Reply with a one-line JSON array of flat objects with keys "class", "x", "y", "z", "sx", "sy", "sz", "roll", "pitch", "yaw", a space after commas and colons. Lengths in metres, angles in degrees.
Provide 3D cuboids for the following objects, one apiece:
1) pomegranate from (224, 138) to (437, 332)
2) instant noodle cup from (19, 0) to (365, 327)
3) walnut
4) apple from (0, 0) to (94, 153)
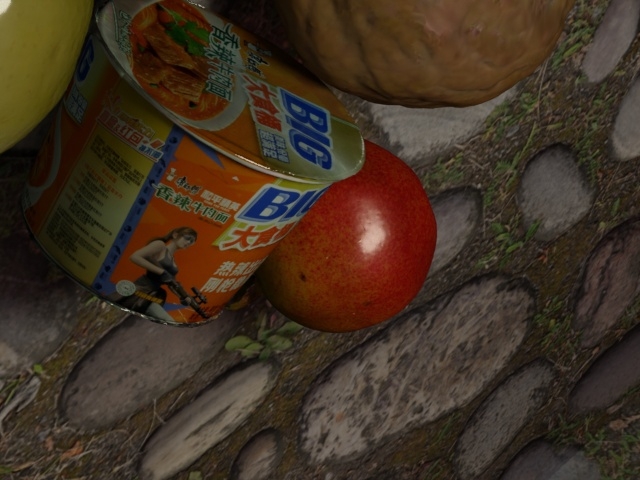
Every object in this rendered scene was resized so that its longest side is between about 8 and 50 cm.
[{"class": "pomegranate", "x": 0.000, "y": 0.000, "z": 2.176, "sx": 0.256, "sy": 0.221, "sz": 0.221, "roll": -24, "pitch": 151, "yaw": 10}, {"class": "instant noodle cup", "x": -0.134, "y": -0.069, "z": 1.868, "sx": 0.296, "sy": 0.296, "sz": 0.214, "roll": -2, "pitch": 132, "yaw": -52}, {"class": "walnut", "x": 0.111, "y": -0.277, "z": 1.955, "sx": 0.344, "sy": 0.306, "sz": 0.306, "roll": 13, "pitch": 112, "yaw": -50}, {"class": "apple", "x": -0.314, "y": -0.191, "z": 1.509, "sx": 0.254, "sy": 0.292, "sz": 0.292, "roll": -7, "pitch": 129, "yaw": -56}]
